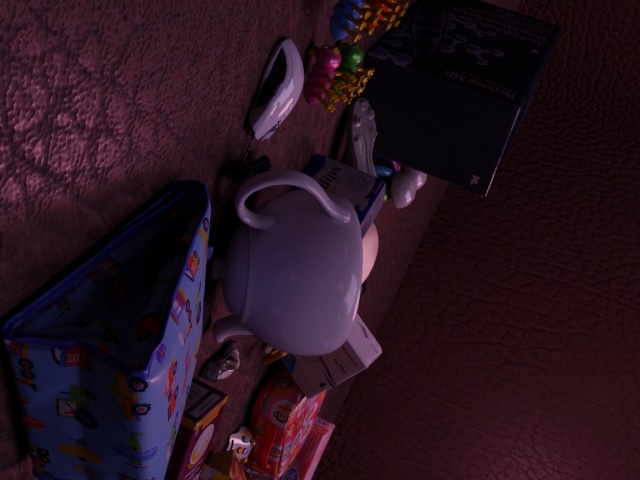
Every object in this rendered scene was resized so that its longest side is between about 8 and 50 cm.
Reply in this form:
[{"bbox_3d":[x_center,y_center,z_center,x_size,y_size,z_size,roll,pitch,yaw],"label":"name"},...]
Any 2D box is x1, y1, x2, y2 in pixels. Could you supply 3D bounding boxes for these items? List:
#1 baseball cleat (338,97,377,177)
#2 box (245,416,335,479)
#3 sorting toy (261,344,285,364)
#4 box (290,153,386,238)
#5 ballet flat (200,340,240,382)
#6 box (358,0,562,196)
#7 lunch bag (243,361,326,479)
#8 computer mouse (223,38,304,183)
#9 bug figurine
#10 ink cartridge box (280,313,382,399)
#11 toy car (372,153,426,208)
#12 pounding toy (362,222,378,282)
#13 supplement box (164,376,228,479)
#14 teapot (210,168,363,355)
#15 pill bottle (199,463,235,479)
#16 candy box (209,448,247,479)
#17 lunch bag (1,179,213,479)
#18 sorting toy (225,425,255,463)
[{"bbox_3d":[0.058,-0.164,1.326,0.072,0.109,0.205,-13,102,-41],"label":"baseball cleat"},{"bbox_3d":[-0.096,0.608,1.877,0.299,0.154,0.142,-65,167,1],"label":"box"},{"bbox_3d":[-0.024,0.145,1.465,0.196,0.047,0.348,-33,-175,27],"label":"sorting toy"},{"bbox_3d":[0.023,-0.063,1.193,0.126,0.137,0.072,-58,163,-33],"label":"box"},{"bbox_3d":[-0.158,0.205,1.167,0.114,0.041,0.041,-40,151,-63],"label":"ballet flat"},{"bbox_3d":[0.278,-0.317,1.419,0.395,0.294,0.211,-54,162,-44],"label":"box"},{"bbox_3d":[-0.088,0.423,1.646,0.258,0.120,0.293,-52,159,-51],"label":"lunch bag"},{"bbox_3d":[-0.061,-0.161,0.895,0.192,0.042,0.106,-68,166,10],"label":"computer mouse"},{"bbox_3d":[0.047,-0.298,1.019,0.216,0.072,0.279,-65,173,25],"label":"bug figurine"},{"bbox_3d":[0.014,0.237,1.508,0.191,0.139,0.082,-37,177,37],"label":"ink cartridge box"},{"bbox_3d":[0.126,-0.149,1.463,0.182,0.159,0.136,-50,135,-49],"label":"toy car"},{"bbox_3d":[0.000,0.000,1.359,0.183,0.110,0.237,-52,135,-12],"label":"pounding toy"},{"bbox_3d":[-0.215,0.305,1.017,0.188,0.081,0.104,-70,167,17],"label":"supplement box"},{"bbox_3d":[-0.058,0.038,0.974,0.252,0.187,0.255,-172,-93,-75],"label":"teapot"},{"bbox_3d":[-0.133,0.502,1.130,0.187,0.334,0.188,-60,166,-26],"label":"pill bottle"},{"bbox_3d":[-0.183,0.508,1.345,0.186,0.053,0.109,-85,159,-66],"label":"candy box"},{"bbox_3d":[-0.175,0.089,0.738,0.293,0.138,0.220,-65,168,-50],"label":"lunch bag"},{"bbox_3d":[-0.185,0.446,1.508,0.075,0.045,0.083,32,82,-58],"label":"sorting toy"}]
